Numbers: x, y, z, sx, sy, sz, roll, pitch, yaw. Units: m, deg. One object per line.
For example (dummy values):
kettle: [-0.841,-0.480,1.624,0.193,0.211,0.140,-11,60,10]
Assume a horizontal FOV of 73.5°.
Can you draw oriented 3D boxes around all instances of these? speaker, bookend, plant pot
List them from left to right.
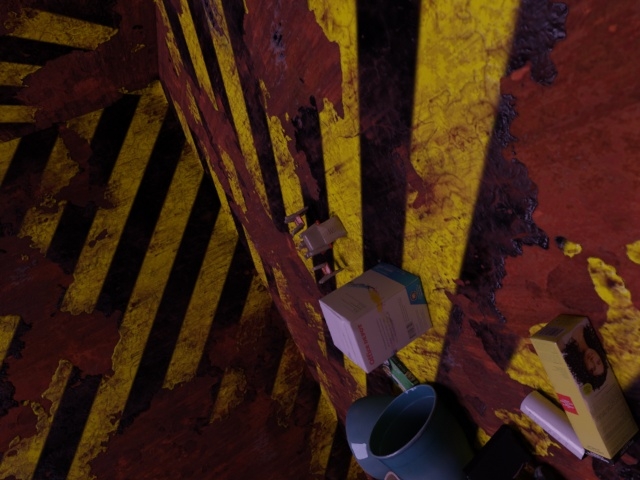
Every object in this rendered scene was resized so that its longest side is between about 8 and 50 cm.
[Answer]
plant pot: [0.263,0.680,1.549,0.195,0.290,0.290,-42,75,33]
plant pot: [0.330,0.630,1.297,0.255,0.272,0.272,47,160,-1]
bookend: [0.460,0.566,1.035,0.156,0.157,0.072,42,173,18]
speaker: [0.475,0.367,0.856,0.136,0.055,0.055,38,150,47]

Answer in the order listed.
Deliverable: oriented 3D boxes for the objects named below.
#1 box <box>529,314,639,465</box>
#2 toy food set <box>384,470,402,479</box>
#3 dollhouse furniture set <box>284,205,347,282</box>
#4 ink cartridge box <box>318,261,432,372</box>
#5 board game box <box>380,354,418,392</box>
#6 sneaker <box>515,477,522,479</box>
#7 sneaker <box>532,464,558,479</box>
box: [0.446,0.246,0.720,0.232,0.087,0.058,62,161,-6]
toy food set: [0.376,0.825,1.350,0.306,0.220,0.092,26,109,61]
dollhouse furniture set: [0.000,0.000,1.478,0.262,0.135,0.259,60,172,3]
ink cartridge box: [0.148,0.200,1.167,0.168,0.233,0.171,26,140,58]
board game box: [0.254,0.449,1.554,0.259,0.030,0.136,46,153,37]
sneaker: [0.506,0.739,1.076,0.319,0.208,0.127,53,-162,22]
sneaker: [0.570,0.635,0.943,0.101,0.106,0.267,80,174,-53]
